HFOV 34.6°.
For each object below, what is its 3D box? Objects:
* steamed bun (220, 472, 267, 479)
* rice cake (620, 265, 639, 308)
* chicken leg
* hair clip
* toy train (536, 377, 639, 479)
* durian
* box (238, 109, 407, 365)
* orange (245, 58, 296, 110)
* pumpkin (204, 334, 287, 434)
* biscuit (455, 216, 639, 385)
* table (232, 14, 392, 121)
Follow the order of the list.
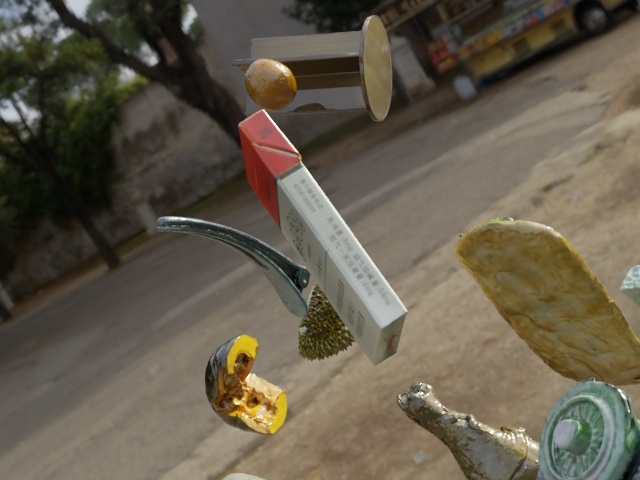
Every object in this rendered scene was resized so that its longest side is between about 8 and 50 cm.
[{"bbox_3d":[-0.088,0.414,1.307,0.218,0.211,0.144,-41,15,48],"label":"steamed bun"},{"bbox_3d":[0.457,0.124,1.259,0.042,0.245,0.045,-23,25,55],"label":"rice cake"},{"bbox_3d":[0.165,0.223,1.122,0.069,0.198,0.085,-31,-31,-53],"label":"chicken leg"},{"bbox_3d":[-0.107,0.015,1.358,0.048,0.275,0.083,3,69,48],"label":"hair clip"},{"bbox_3d":[0.284,0.227,0.762,0.307,0.173,0.249,-26,45,55],"label":"toy train"},{"bbox_3d":[0.029,0.109,1.703,0.146,0.102,0.208,76,-150,-68],"label":"durian"},{"bbox_3d":[0.000,0.000,1.001,0.035,0.245,0.139,-30,-20,-11],"label":"box"},{"bbox_3d":[-0.077,-0.237,1.567,0.085,0.085,0.085,-30,6,3],"label":"orange"},{"bbox_3d":[-0.146,0.258,1.816,0.107,0.183,0.119,-10,20,38],"label":"pumpkin"},{"bbox_3d":[0.213,0.063,0.933,0.118,0.247,0.029,-2,50,47],"label":"biscuit"},{"bbox_3d":[-0.014,-0.270,1.661,0.226,0.167,0.167,-1,16,19],"label":"table"}]
